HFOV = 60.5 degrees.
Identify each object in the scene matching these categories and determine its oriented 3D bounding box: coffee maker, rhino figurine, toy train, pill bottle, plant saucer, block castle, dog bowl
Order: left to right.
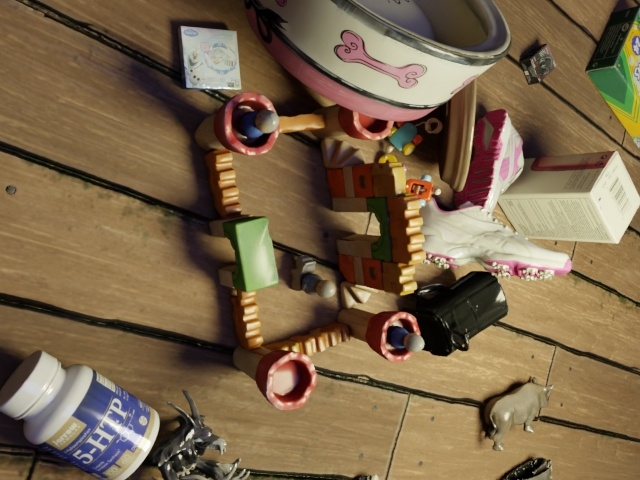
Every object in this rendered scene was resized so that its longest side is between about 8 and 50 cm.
[{"bbox_3d":[-0.321,0.231,0.729,0.187,0.112,0.112,45,70,-27],"label":"pill bottle"},{"bbox_3d":[0.000,0.000,0.858,0.303,0.213,0.452,-13,100,-32],"label":"block castle"},{"bbox_3d":[0.070,-0.347,0.814,0.408,0.150,0.407,18,46,-19],"label":"dog bowl"},{"bbox_3d":[0.172,-0.146,1.028,0.046,0.125,0.166,32,68,-70],"label":"toy train"},{"bbox_3d":[0.246,-0.228,1.006,0.041,0.278,0.277,3,92,7],"label":"plant saucer"},{"bbox_3d":[0.281,0.146,1.074,0.178,0.171,0.120,-27,123,-26],"label":"coffee maker"},{"bbox_3d":[0.468,0.386,1.273,0.243,0.073,0.106,-15,104,-33],"label":"rhino figurine"}]

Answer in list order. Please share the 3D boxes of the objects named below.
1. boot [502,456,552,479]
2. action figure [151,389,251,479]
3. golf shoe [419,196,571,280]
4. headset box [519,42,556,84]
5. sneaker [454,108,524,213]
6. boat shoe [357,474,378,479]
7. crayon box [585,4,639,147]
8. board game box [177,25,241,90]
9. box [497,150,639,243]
[{"bbox_3d":[0.547,0.638,1.332,0.263,0.091,0.228,-6,97,-30],"label":"boot"},{"bbox_3d":[-0.175,0.366,0.809,0.141,0.164,0.275,6,97,4],"label":"action figure"},{"bbox_3d":[0.319,-0.006,1.043,0.307,0.115,0.140,10,77,11],"label":"golf shoe"},{"bbox_3d":[0.501,-0.405,1.257,0.083,0.032,0.062,-41,113,-22],"label":"headset box"},{"bbox_3d":[0.368,-0.142,1.150,0.111,0.103,0.252,26,80,-30],"label":"sneaker"},{"bbox_3d":[0.096,0.511,1.063,0.046,0.038,0.125,-52,136,-67],"label":"boat shoe"},{"bbox_3d":[0.845,-0.422,1.448,0.323,0.083,0.203,36,74,-30],"label":"crayon box"},{"bbox_3d":[-0.169,-0.277,0.842,0.090,0.020,0.089,-7,98,-32],"label":"board game box"},{"bbox_3d":[0.524,-0.091,1.176,0.126,0.232,0.148,-51,118,-20],"label":"box"}]
